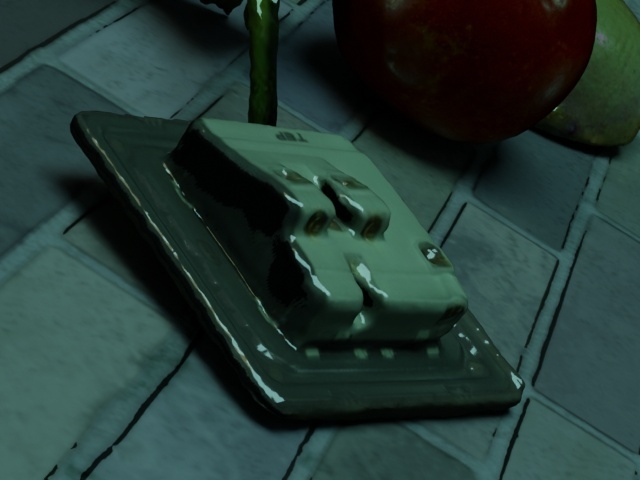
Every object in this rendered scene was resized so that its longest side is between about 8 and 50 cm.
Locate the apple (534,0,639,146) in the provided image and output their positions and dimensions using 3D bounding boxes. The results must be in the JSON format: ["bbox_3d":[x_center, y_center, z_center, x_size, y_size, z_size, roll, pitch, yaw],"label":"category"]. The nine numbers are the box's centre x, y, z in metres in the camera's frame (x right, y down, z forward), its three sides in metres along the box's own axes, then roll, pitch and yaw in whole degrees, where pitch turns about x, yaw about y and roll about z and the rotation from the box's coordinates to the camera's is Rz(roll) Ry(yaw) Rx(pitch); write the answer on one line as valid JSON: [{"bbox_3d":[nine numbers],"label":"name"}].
[{"bbox_3d":[0.212,-0.185,1.826,0.265,0.120,0.193,27,35,-4],"label":"apple"}]

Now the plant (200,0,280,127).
[{"bbox_3d":[-0.014,-0.234,1.454,0.180,0.251,0.333,-5,32,-17],"label":"plant"}]

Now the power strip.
[{"bbox_3d":[0.000,-0.002,1.220,0.257,0.092,0.251,2,37,-49],"label":"power strip"}]

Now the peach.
[{"bbox_3d":[0.114,-0.193,1.607,0.243,0.199,0.243,21,26,-11],"label":"peach"}]
